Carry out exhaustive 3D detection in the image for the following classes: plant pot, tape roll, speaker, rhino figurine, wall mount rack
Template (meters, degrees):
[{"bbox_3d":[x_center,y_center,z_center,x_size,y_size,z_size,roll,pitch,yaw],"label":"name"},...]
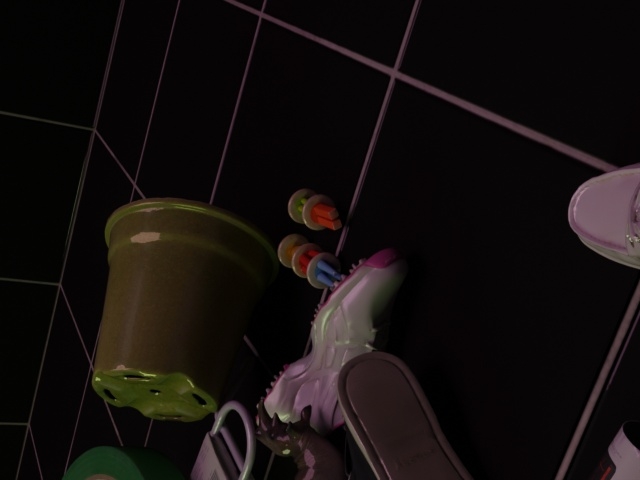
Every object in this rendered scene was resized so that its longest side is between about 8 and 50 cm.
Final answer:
[{"bbox_3d":[-0.213,0.118,1.275,0.276,0.276,0.253,-40,33,50],"label":"plant pot"},{"bbox_3d":[-0.301,0.470,1.286,0.321,0.077,0.321,-14,69,42],"label":"tape roll"},{"bbox_3d":[0.244,0.216,0.717,0.055,0.055,0.136,56,131,51],"label":"speaker"},{"bbox_3d":[-0.001,0.288,1.027,0.106,0.073,0.243,-38,83,37],"label":"rhino figurine"},{"bbox_3d":[-0.137,0.352,1.302,0.304,0.131,0.350,55,129,47],"label":"wall mount rack"}]

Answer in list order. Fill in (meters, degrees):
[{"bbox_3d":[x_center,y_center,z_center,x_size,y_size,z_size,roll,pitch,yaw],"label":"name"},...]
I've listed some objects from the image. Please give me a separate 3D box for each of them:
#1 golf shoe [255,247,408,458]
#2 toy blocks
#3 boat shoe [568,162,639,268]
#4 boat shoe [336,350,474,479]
[{"bbox_3d":[0.042,0.151,1.070,0.140,0.115,0.306,40,116,23],"label":"golf shoe"},{"bbox_3d":[0.000,0.000,1.209,0.148,0.054,0.123,30,110,59],"label":"toy blocks"},{"bbox_3d":[0.282,-0.022,0.664,0.277,0.096,0.098,8,90,61],"label":"boat shoe"},{"bbox_3d":[0.098,0.287,0.906,0.113,0.127,0.340,91,156,-56],"label":"boat shoe"}]
